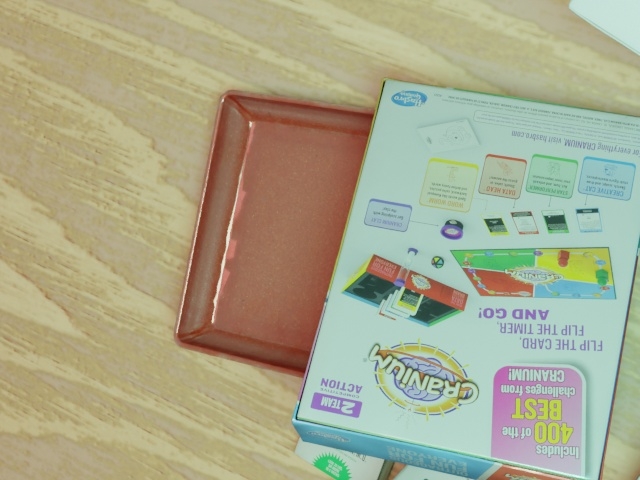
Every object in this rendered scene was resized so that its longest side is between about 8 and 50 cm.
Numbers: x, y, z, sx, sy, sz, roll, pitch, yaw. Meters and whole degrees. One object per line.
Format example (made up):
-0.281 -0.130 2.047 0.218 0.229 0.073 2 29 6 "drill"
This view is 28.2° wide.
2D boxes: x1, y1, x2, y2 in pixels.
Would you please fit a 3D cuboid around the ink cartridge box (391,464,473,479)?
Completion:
0.126 0.220 1.126 0.087 0.153 0.208 46 114 17 "ink cartridge box"

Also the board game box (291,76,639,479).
0.133 0.032 1.039 0.242 0.064 0.316 11 68 13 "board game box"

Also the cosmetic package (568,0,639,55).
0.325 -0.226 0.939 0.138 0.224 0.224 38 110 19 "cosmetic package"

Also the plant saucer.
0.000 0.000 1.212 0.258 0.048 0.259 11 90 26 "plant saucer"

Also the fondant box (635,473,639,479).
0.366 0.344 1.044 0.330 0.096 0.238 36 110 19 "fondant box"

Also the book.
0.039 0.166 1.237 0.096 0.035 0.144 27 108 27 "book"
